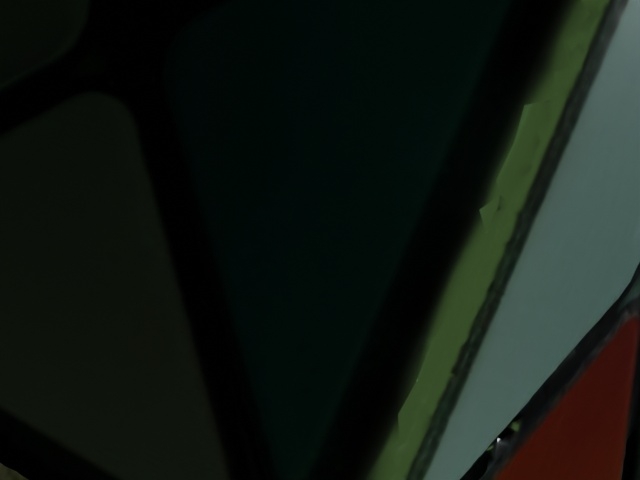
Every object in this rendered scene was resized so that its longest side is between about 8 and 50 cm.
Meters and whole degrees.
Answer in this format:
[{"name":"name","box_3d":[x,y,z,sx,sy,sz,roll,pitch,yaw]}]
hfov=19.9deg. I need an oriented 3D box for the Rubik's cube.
[{"name":"Rubik's cube","box_3d":[0.000,-0.034,0.594,0.250,0.248,0.246,19,93,-62]}]
